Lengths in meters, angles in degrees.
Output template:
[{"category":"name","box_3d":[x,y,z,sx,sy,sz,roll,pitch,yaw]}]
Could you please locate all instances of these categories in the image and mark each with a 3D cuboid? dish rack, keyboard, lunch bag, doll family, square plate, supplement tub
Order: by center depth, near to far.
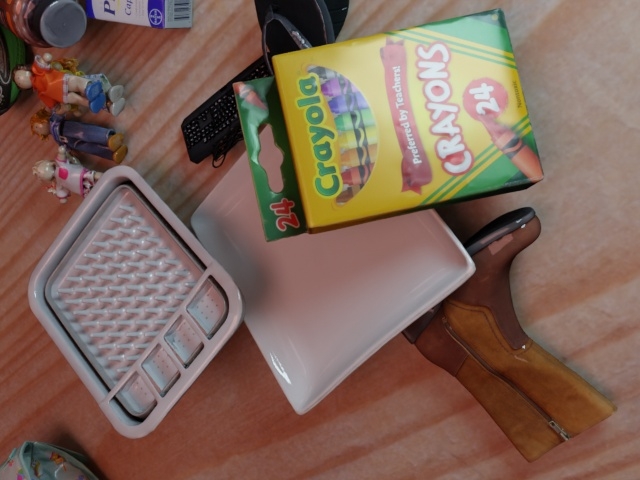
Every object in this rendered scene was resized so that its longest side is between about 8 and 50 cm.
[{"category":"square plate","box_3d":[0.000,0.000,1.081,0.344,0.049,0.347,-45,65,31]},{"category":"keyboard","box_3d":[-0.128,-0.175,1.122,0.192,0.038,0.100,-33,70,32]},{"category":"supplement tub","box_3d":[-0.415,-0.341,1.156,0.198,0.106,0.106,36,121,34]},{"category":"dish rack","box_3d":[-0.265,0.085,1.182,0.333,0.072,0.285,46,106,23]},{"category":"doll family","box_3d":[-0.379,-0.184,1.234,0.163,0.118,0.263,17,132,14]},{"category":"lunch bag","box_3d":[-0.503,0.507,1.484,0.262,0.160,0.223,47,121,-1]}]

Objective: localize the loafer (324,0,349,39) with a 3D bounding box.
[{"category":"loafer","box_3d":[0.000,-0.328,1.021,0.061,0.062,0.170,-132,41,-51]}]

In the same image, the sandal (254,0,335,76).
[{"category":"sandal","box_3d":[-0.024,-0.212,0.992,0.097,0.054,0.255,-15,94,39]}]

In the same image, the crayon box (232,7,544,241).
[{"category":"crayon box","box_3d":[0.071,-0.126,0.918,0.318,0.081,0.202,-13,85,-2]}]

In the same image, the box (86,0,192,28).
[{"category":"box","box_3d":[-0.251,-0.363,1.116,0.137,0.072,0.126,13,111,23]}]

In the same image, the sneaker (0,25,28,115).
[{"category":"sneaker","box_3d":[-0.571,-0.350,1.237,0.134,0.146,0.344,-16,100,30]}]

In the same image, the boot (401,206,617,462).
[{"category":"boot","box_3d":[0.258,0.126,1.014,0.280,0.096,0.264,45,120,6]}]
